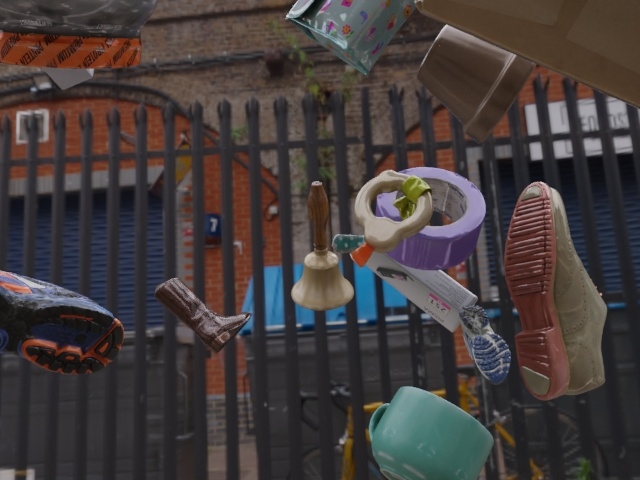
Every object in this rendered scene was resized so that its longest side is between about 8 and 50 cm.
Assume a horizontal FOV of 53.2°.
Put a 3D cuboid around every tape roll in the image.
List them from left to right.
[{"bbox_3d":[0.192,-0.042,1.141,0.189,0.188,0.080,-3,-44,-5],"label":"tape roll"}]

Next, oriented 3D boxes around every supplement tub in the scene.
[{"bbox_3d":[-0.257,-0.335,0.620,0.194,0.315,0.193,4,20,-1],"label":"supplement tub"}]

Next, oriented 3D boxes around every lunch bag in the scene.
[{"bbox_3d":[0.061,-0.566,1.533,0.262,0.223,0.160,41,8,27],"label":"lunch bag"}]

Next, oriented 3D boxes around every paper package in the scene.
[{"bbox_3d":[0.316,-0.320,0.857,0.325,0.168,0.309,25,22,6],"label":"paper package"}]

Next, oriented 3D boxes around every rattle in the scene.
[{"bbox_3d":[0.101,-0.007,1.042,0.130,0.199,0.142,26,-26,6],"label":"rattle"}]

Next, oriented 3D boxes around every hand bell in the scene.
[{"bbox_3d":[0.000,0.000,1.225,0.126,0.241,0.126,-2,28,1],"label":"hand bell"}]

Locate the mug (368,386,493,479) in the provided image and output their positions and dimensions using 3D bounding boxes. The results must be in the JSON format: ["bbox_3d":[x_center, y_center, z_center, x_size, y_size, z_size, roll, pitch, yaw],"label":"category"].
[{"bbox_3d":[0.124,0.256,0.775,0.130,0.097,0.157,33,-23,4],"label":"mug"}]

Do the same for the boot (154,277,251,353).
[{"bbox_3d":[-0.150,0.082,0.815,0.037,0.114,0.106,-51,-4,19],"label":"boot"}]

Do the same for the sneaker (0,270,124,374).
[{"bbox_3d":[-0.293,0.063,0.575,0.221,0.083,0.087,27,-2,-31],"label":"sneaker"}]

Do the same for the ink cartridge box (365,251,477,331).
[{"bbox_3d":[0.214,0.110,1.490,0.275,0.060,0.239,38,-22,16],"label":"ink cartridge box"}]

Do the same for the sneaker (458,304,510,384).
[{"bbox_3d":[0.243,0.160,0.945,0.052,0.135,0.058,-11,-47,1],"label":"sneaker"}]

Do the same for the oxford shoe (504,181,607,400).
[{"bbox_3d":[0.442,0.088,1.190,0.147,0.396,0.140,-2,-3,-15],"label":"oxford shoe"}]

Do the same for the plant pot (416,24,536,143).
[{"bbox_3d":[0.367,-0.405,1.558,0.229,0.263,0.263,31,-10,4],"label":"plant pot"}]

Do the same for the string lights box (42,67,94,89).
[{"bbox_3d":[-0.515,-0.443,1.298,0.077,0.259,0.133,-19,-42,13],"label":"string lights box"}]
